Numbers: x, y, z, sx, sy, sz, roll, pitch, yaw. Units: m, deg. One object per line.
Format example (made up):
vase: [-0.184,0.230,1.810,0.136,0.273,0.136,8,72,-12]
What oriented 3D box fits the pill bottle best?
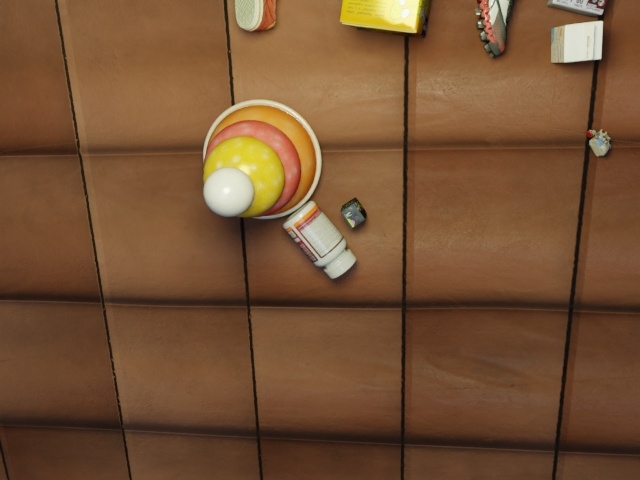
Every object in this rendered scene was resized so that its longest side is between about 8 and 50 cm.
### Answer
pill bottle: [0.000,0.000,1.698,0.121,0.121,0.221,-37,100,16]

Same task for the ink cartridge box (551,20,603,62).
ink cartridge box: [0.650,-0.502,1.448,0.090,0.143,0.092,-4,106,8]

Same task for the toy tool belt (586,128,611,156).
toy tool belt: [0.763,-0.275,1.559,0.051,0.052,0.083,-38,104,-15]

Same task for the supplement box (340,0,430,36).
supplement box: [0.187,-0.701,1.407,0.196,0.194,0.356,13,109,13]

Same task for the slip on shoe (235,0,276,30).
slip on shoe: [-0.163,-0.722,1.515,0.123,0.101,0.330,6,98,41]

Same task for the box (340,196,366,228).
box: [0.097,-0.082,1.680,0.052,0.083,0.062,-33,101,15]

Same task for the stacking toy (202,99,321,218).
stacking toy: [-0.195,-0.177,1.480,0.351,0.480,0.350,2,107,7]

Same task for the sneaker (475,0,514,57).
sneaker: [0.458,-0.617,1.461,0.135,0.097,0.275,-9,104,12]

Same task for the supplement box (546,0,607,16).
supplement box: [0.674,-0.697,1.422,0.131,0.073,0.239,15,107,3]
